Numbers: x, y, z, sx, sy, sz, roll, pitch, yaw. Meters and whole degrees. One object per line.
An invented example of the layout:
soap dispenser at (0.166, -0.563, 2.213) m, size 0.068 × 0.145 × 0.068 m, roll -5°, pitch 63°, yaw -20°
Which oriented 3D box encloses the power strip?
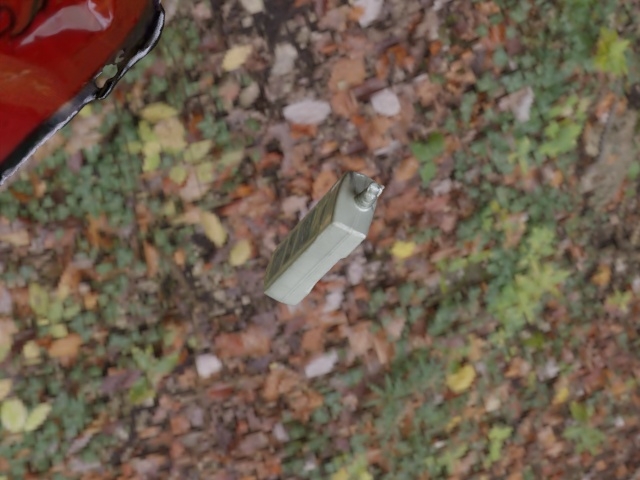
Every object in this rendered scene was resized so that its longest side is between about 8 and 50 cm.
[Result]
power strip at (0.000, 0.000, 0.843) m, size 0.030 × 0.047 × 0.191 m, roll 23°, pitch 150°, yaw -12°

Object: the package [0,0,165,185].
package at (-0.127, -0.155, 0.511) m, size 0.269 × 0.194 × 0.071 m, roll -49°, pitch 160°, yaw -3°
